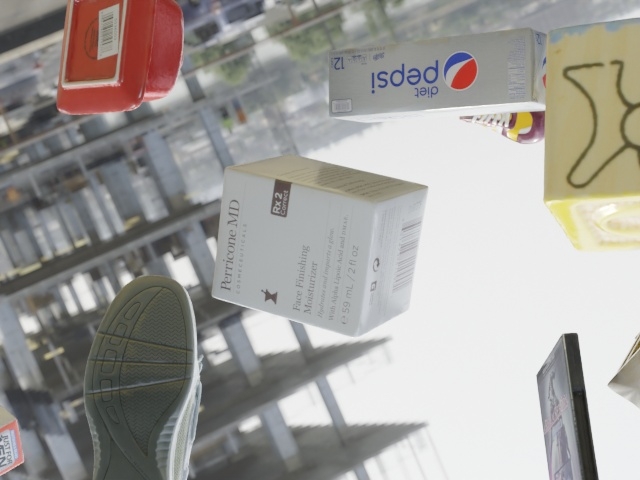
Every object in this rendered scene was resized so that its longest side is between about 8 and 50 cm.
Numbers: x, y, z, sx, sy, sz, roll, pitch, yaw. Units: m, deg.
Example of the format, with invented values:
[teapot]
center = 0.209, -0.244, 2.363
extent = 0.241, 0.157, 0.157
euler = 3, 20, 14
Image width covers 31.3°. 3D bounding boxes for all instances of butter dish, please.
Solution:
[butter dish]
center = -0.204, -0.211, 1.261
extent = 0.159, 0.160, 0.118
euler = 3, 176, 44

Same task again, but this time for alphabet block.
[alphabet block]
center = 0.349, -0.109, 1.222
extent = 0.192, 0.197, 0.193
euler = -3, 162, 25

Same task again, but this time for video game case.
[video game case]
center = 0.323, 0.279, 1.479
extent = 0.026, 0.274, 0.196
euler = -4, 158, -1

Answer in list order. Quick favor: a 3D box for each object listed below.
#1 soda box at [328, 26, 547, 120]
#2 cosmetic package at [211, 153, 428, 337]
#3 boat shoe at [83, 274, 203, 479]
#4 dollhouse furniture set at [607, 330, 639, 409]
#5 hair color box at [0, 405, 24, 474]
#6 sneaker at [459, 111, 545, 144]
[soda box]
center = 0.152, -0.202, 1.433
extent = 0.286, 0.091, 0.098
euler = 0, -179, 33
[cosmetic package]
center = 0.000, 0.000, 1.259
extent = 0.183, 0.151, 0.151
euler = 13, -165, 24
[boat shoe]
center = -0.190, 0.198, 1.249
extent = 0.118, 0.321, 0.103
euler = 1, 179, 4
[dollhouse furniture set]
center = 0.402, 0.130, 1.098
extent = 0.129, 0.183, 0.129
euler = -34, 161, -56
[hair color box]
center = -0.327, 0.172, 0.880
extent = 0.167, 0.053, 0.093
euler = -29, -135, -36
[sneaker]
center = 0.238, -0.177, 1.579
extent = 0.083, 0.070, 0.185
euler = -3, -160, -31
